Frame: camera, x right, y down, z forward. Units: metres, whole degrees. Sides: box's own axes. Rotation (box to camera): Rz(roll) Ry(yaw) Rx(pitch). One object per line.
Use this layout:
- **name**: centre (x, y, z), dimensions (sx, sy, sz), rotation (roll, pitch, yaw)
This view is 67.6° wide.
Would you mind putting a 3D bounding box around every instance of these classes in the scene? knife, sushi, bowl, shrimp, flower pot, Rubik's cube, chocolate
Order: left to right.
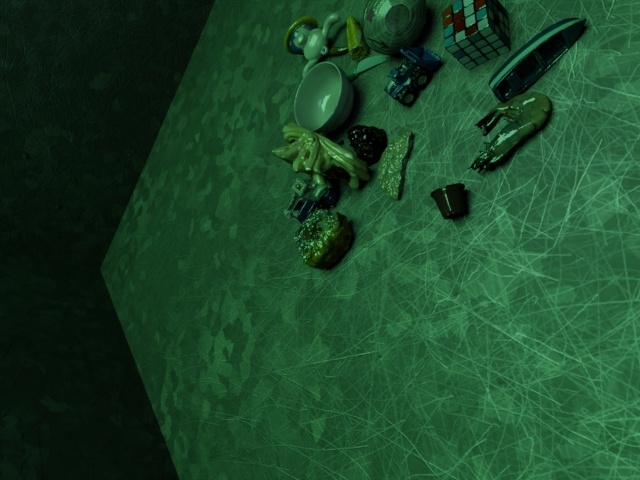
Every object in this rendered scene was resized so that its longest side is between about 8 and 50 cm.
- **sushi**: centre (0.000, 0.000, 1.851), dimensions (0.274, 0.139, 0.184), rotation (-49, 45, 16)
- **bowl**: centre (0.033, -0.575, 1.988), dimensions (0.286, 0.143, 0.288), rotation (-13, 71, 45)
- **chocolate**: centre (0.141, -0.864, 2.021), dimensions (0.085, 0.085, 0.220), rotation (-32, 54, 36)
- **knife**: centre (0.167, -0.716, 1.986), dimensions (0.260, 0.034, 0.063), rotation (-16, 65, 37)
- **chocolate**: centre (0.156, -0.382, 1.814), dimensions (0.156, 0.133, 0.156), rotation (-20, 62, 43)
- **flower pot**: centre (0.407, -0.117, 1.492), dimensions (0.111, 0.111, 0.089), rotation (-23, 73, 41)
- **Rubik's cube**: centre (0.498, -0.672, 1.524), dimensions (0.155, 0.154, 0.151), rotation (-16, 67, 43)
- **shrimp**: centre (0.542, -0.339, 1.439), dimensions (0.289, 0.075, 0.178), rotation (-48, 40, 27)

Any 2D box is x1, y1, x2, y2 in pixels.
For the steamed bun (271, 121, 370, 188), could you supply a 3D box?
- **steamed bun**: centre (-0.030, -0.319, 1.831), dimensions (0.427, 0.247, 0.189), rotation (34, 88, 25)

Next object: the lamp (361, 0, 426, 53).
- **lamp**: centre (0.268, -0.817, 1.768), dimensions (0.233, 0.232, 0.266), rotation (39, 121, 46)

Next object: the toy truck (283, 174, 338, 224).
- **toy truck**: centre (-0.052, -0.175, 1.936), dimensions (0.161, 0.176, 0.213), rotation (46, 112, 45)

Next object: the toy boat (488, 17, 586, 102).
- **toy boat**: centre (0.627, -0.536, 1.392), dimensions (0.299, 0.096, 0.062), rotation (-41, 39, 22)

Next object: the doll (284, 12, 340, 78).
- **doll**: centre (-0.049, -0.936, 2.173), dimensions (0.311, 0.159, 0.243), rotation (-44, 48, 35)

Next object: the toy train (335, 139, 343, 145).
- **toy train**: centre (0.062, -0.398, 2.002), dimensions (0.083, 0.017, 0.017), rotation (-23, 61, 41)

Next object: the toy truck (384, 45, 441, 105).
- **toy truck**: centre (0.318, -0.603, 1.714), dimensions (0.208, 0.126, 0.113), rotation (-52, 46, 21)

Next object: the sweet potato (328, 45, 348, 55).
- **sweet potato**: centre (0.081, -0.839, 2.105), dimensions (0.153, 0.038, 0.042), rotation (2, 75, 45)

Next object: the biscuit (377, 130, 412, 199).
- **biscuit**: centre (0.262, -0.273, 1.741), dimensions (0.133, 0.032, 0.250), rotation (9, 85, 49)
